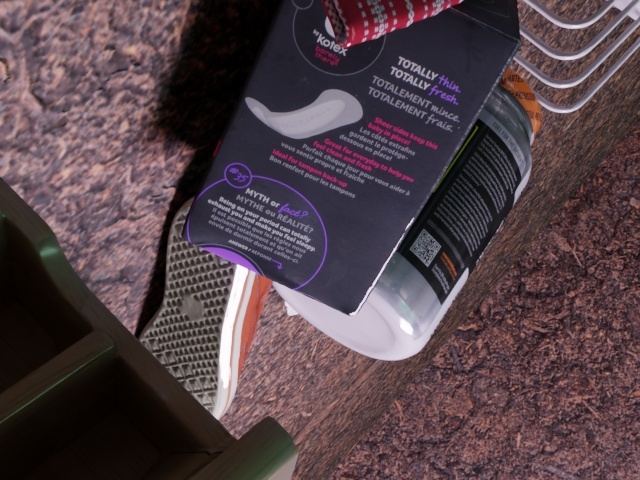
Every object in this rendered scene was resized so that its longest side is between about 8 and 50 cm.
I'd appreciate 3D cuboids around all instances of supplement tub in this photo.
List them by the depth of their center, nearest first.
[{"bbox_3d":[0.099,-0.046,1.018,0.316,0.194,0.193,-54,165,-23],"label":"supplement tub"}]

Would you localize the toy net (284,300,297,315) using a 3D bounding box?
[{"bbox_3d":[0.000,0.000,1.178,0.122,0.045,0.232,-35,159,-43],"label":"toy net"}]

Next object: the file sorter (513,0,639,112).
[{"bbox_3d":[0.240,-0.279,0.950,0.173,0.193,0.277,-46,162,-5],"label":"file sorter"}]

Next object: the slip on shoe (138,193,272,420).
[{"bbox_3d":[-0.108,0.076,0.963,0.101,0.123,0.331,-37,153,-46],"label":"slip on shoe"}]

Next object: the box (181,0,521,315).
[{"bbox_3d":[0.020,-0.103,0.755,0.143,0.165,0.270,-75,-168,-56],"label":"box"}]

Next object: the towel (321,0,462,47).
[{"bbox_3d":[0.059,-0.250,0.621,0.031,0.198,0.275,-15,-167,46],"label":"towel"}]

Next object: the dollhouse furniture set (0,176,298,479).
[{"bbox_3d":[-0.137,-0.043,0.224,0.362,0.256,0.394,-36,157,-32],"label":"dollhouse furniture set"}]
